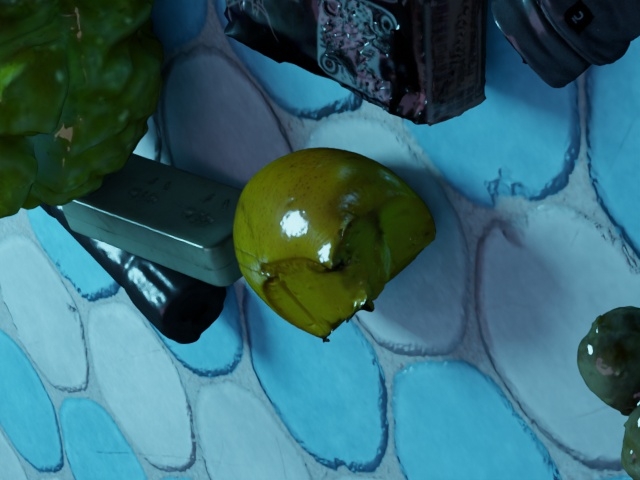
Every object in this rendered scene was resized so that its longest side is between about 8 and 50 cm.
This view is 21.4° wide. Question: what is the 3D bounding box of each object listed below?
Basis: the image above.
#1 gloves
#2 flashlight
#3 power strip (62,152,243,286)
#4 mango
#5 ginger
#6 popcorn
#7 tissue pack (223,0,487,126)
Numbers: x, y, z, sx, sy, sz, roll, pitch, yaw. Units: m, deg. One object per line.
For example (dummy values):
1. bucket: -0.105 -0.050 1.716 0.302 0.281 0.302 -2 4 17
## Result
1. gloves: 0.206 -0.192 0.973 0.142 0.119 0.285 37 139 -23
2. flashlight: -0.247 -0.043 1.802 0.424 0.103 0.103 43 143 30
3. power strip: -0.165 -0.030 1.651 0.288 0.093 0.053 19 136 40
4. mango: 0.000 0.000 1.427 0.154 0.126 0.252 59 157 -11
5. ginger: 0.254 0.135 1.179 0.204 0.080 0.104 51 122 18
6. popcorn: -0.291 -0.164 1.617 0.282 0.282 0.247 28 134 45
7. tissue pack: 0.025 -0.265 1.213 0.245 0.123 0.332 32 139 38
